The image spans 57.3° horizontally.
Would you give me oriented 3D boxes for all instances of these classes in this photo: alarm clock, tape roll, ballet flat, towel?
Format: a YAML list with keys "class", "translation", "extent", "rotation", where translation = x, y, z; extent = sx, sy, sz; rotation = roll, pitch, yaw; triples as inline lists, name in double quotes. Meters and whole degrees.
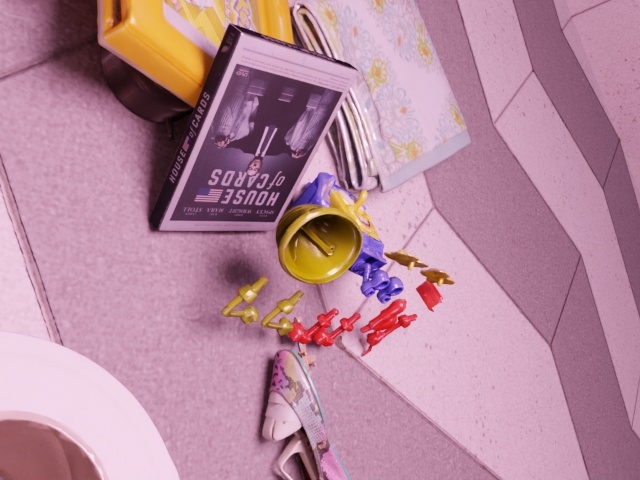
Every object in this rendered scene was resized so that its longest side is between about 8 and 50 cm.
- class: "alarm clock"
  translation: [-0.195, -0.223, 0.678]
  extent: [0.192, 0.064, 0.129]
  rotation: [53, 46, -19]
- class: "tape roll"
  translation: [-0.233, 0.206, 0.400]
  extent: [0.286, 0.100, 0.286]
  rotation: [41, 28, -27]
- class: "ballet flat"
  translation: [-0.025, 0.247, 0.724]
  extent: [0.079, 0.077, 0.221]
  rotation: [-25, 99, -28]
- class: "towel"
  translation: [0.116, -0.268, 1.009]
  extent: [0.374, 0.090, 0.320]
  rotation: [-30, 102, -48]

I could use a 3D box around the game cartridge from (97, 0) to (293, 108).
- class: "game cartridge"
  translation: [-0.122, -0.272, 0.696]
  extent: [0.324, 0.053, 0.285]
  rotation: [25, 52, -56]

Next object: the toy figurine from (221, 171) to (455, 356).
- class: "toy figurine"
  translation: [0.000, 0.000, 0.793]
  extent: [0.362, 0.191, 0.217]
  rotation: [25, 29, -51]

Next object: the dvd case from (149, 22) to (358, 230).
- class: "dvd case"
  translation: [-0.075, -0.111, 0.671]
  extent: [0.179, 0.238, 0.029]
  rotation: [-1, 39, -47]

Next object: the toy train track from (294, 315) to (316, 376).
- class: "toy train track"
  translation: [-0.021, 0.144, 0.793]
  extent: [0.048, 0.014, 0.083]
  rotation: [-4, 81, -48]
